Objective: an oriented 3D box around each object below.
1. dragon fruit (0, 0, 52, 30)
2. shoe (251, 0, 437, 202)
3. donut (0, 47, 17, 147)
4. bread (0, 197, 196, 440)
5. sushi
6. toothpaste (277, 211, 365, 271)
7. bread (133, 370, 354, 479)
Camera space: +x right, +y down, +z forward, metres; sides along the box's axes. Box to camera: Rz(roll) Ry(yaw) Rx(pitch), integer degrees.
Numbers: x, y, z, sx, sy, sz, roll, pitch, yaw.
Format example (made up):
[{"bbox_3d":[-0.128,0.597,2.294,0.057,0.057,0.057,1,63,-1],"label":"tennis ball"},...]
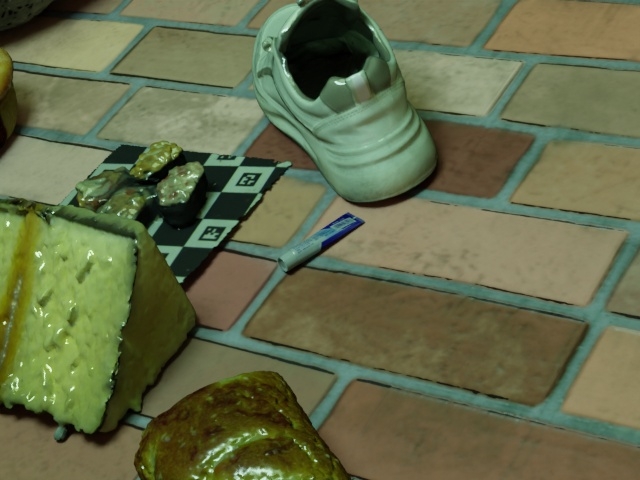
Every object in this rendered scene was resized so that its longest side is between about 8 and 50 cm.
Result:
[{"bbox_3d":[-0.389,-0.356,1.726,0.221,0.204,0.282,-2,61,-23],"label":"dragon fruit"},{"bbox_3d":[0.000,-0.171,1.351,0.124,0.159,0.316,-28,41,-7],"label":"shoe"},{"bbox_3d":[-0.393,-0.125,1.545,0.166,0.073,0.184,-2,43,22],"label":"donut"},{"bbox_3d":[-0.235,0.046,1.251,0.266,0.178,0.142,13,18,32],"label":"bread"},{"bbox_3d":[-0.164,-0.044,1.359,0.210,0.040,0.192,10,44,34],"label":"sushi"},{"bbox_3d":[0.000,0.000,1.263,0.083,0.015,0.024,-34,38,-24],"label":"toothpaste"},{"bbox_3d":[-0.047,0.175,1.003,0.132,0.103,0.172,-26,36,-11],"label":"bread"}]
